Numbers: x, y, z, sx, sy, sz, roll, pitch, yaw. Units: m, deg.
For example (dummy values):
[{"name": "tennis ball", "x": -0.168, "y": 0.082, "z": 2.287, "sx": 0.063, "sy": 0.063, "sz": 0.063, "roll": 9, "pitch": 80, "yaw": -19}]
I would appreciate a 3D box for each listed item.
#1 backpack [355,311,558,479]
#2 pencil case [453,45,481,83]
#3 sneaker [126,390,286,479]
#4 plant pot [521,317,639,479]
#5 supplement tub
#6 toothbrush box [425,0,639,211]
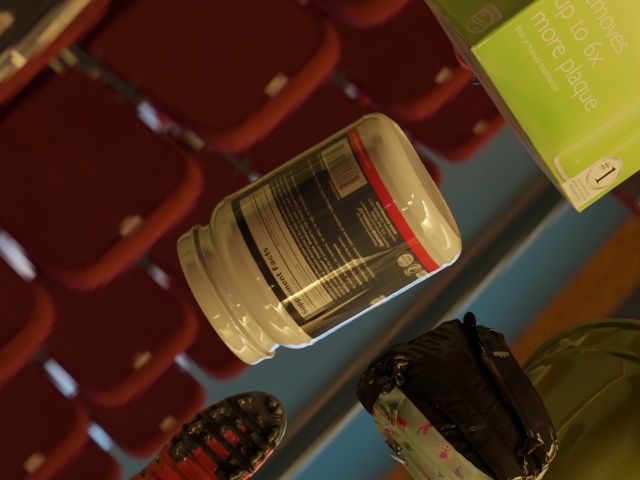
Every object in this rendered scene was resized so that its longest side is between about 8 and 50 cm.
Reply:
[{"name": "backpack", "x": 0.136, "y": 0.175, "z": 1.563, "sx": 0.152, "sy": 0.182, "sz": 0.115, "roll": -26, "pitch": 155, "yaw": -34}, {"name": "pencil case", "x": 0.234, "y": -0.198, "z": 1.864, "sx": 0.209, "sy": 0.098, "sz": 0.095, "roll": 16, "pitch": 92, "yaw": -54}, {"name": "sneaker", "x": -0.149, "y": 0.274, "z": 1.959, "sx": 0.276, "sy": 0.097, "sz": 0.135, "roll": -42, "pitch": 174, "yaw": 6}, {"name": "plant pot", "x": 0.308, "y": 0.329, "z": 1.950, "sx": 0.353, "sy": 0.366, "sz": 0.366, "roll": -33, "pitch": 158, "yaw": -49}, {"name": "supplement tub", "x": 0.000, "y": 0.000, "z": 1.826, "sx": 0.272, "sy": 0.191, "sz": 0.191, "roll": -30, "pitch": 164, "yaw": 9}, {"name": "toothbrush box", "x": 0.246, "y": -0.191, "z": 1.257, "sx": 0.283, "sy": 0.122, "sz": 0.206, "roll": -36, "pitch": 132, "yaw": 4}]
